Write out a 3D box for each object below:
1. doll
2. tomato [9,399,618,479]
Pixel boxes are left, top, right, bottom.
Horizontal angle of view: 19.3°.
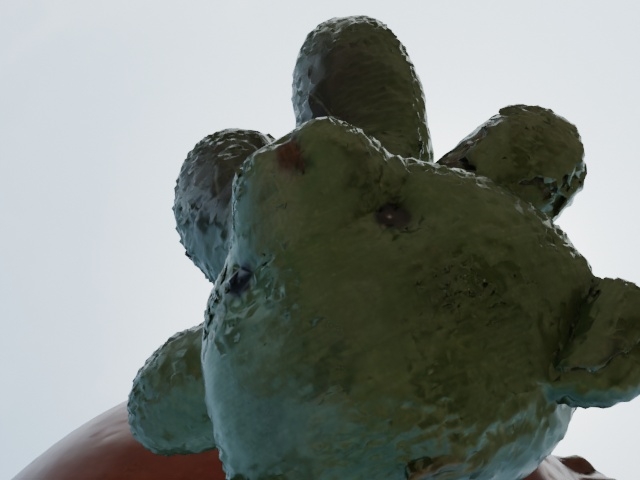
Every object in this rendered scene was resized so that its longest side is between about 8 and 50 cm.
[{"bbox_3d":[0.000,0.000,0.391,0.077,0.115,0.150,54,-176,-30],"label":"doll"},{"bbox_3d":[-0.009,0.202,0.682,0.321,0.321,0.321,19,-145,-14],"label":"tomato"}]
